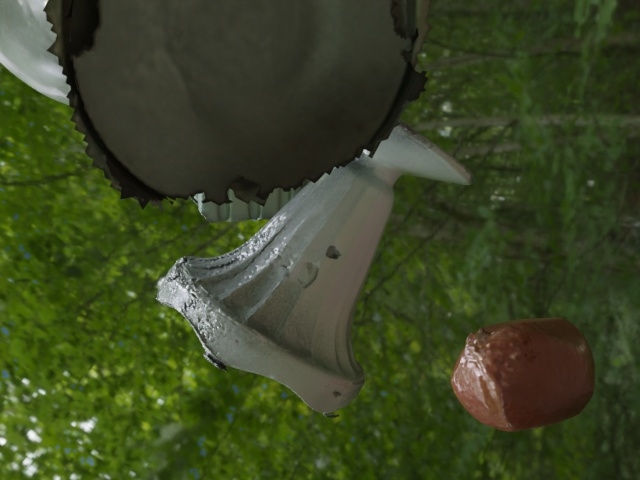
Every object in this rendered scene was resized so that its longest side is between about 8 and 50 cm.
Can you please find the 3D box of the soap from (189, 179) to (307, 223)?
[{"bbox_3d":[-0.089,-0.149,1.043,0.150,0.094,0.261,-2,-65,-17],"label":"soap"}]

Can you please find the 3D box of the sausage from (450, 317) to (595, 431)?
[{"bbox_3d":[0.255,0.164,1.011,0.254,0.148,0.148,-4,-74,-47],"label":"sausage"}]

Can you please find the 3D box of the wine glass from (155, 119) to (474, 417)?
[{"bbox_3d":[0.000,0.000,0.571,0.165,0.165,0.196,23,-79,-53],"label":"wine glass"}]

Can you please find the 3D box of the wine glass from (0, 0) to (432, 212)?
[{"bbox_3d":[-0.104,-0.148,0.470,0.190,0.357,0.190,-13,-60,-24],"label":"wine glass"}]
